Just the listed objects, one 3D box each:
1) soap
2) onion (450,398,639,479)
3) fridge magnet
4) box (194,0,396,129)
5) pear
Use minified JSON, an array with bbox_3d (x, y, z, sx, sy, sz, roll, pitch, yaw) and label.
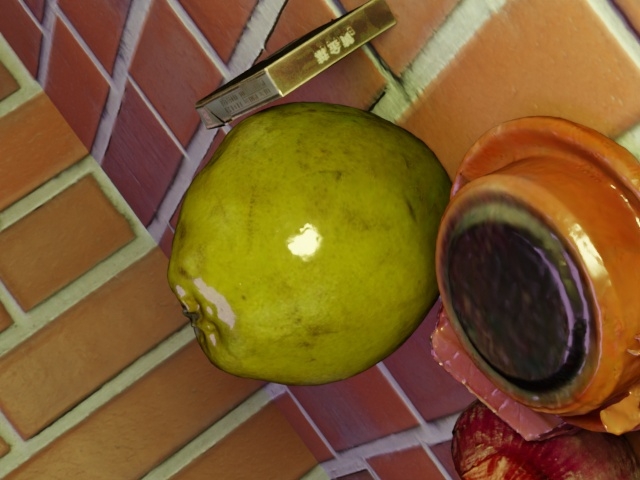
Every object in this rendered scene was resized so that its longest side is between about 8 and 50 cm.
[{"bbox_3d":[0.254,0.137,1.897,0.250,0.099,0.162,42,119,38],"label":"soap"},{"bbox_3d":[0.286,0.281,1.955,0.267,0.159,0.348,39,-164,15],"label":"onion"},{"bbox_3d":[0.259,0.043,1.679,0.363,0.155,0.364,33,134,42],"label":"fridge magnet"},{"bbox_3d":[-0.040,-0.221,1.973,0.047,0.180,0.325,57,162,-8],"label":"box"},{"bbox_3d":[0.000,0.000,1.955,0.352,0.413,0.352,31,139,31],"label":"pear"}]
